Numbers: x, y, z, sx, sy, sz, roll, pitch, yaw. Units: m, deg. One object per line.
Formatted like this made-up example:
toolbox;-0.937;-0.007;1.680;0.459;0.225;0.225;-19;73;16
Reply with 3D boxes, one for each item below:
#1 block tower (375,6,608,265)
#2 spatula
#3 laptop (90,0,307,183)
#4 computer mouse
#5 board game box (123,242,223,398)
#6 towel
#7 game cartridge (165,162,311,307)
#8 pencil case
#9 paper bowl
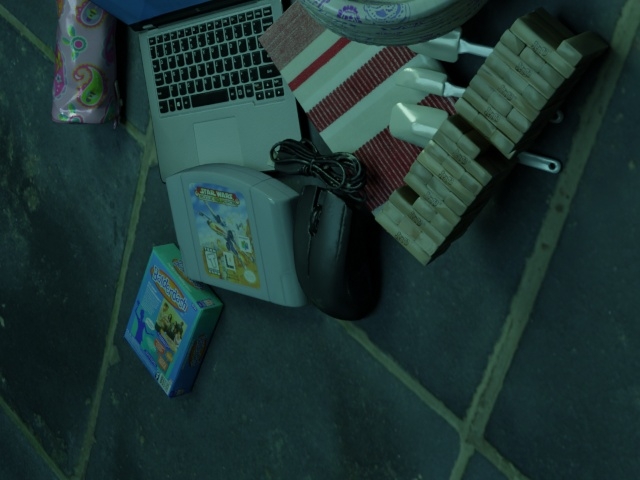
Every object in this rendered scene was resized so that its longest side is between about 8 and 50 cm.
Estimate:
block tower;0.197;-0.126;1.659;0.097;0.091;0.335;43;123;11
spatula;0.197;-0.173;1.711;0.242;0.019;0.168;18;114;26
laptop;-0.247;-0.281;2.082;0.382;0.236;0.408;-2;98;51
computer mouse;0.000;0.000;1.944;0.188;0.072;0.272;19;127;47
board game box;-0.250;0.135;2.339;0.160;0.047;0.210;49;133;31
towel;0.074;-0.196;1.836;0.237;0.037;0.329;-35;86;47
game cartridge;-0.130;-0.017;2.132;0.297;0.062;0.198;12;122;48
pencil case;-0.390;-0.330;2.336;0.124;0.124;0.284;25;118;44
paper bowl;0.088;-0.368;1.667;0.284;0.284;0.148;64;-178;16
